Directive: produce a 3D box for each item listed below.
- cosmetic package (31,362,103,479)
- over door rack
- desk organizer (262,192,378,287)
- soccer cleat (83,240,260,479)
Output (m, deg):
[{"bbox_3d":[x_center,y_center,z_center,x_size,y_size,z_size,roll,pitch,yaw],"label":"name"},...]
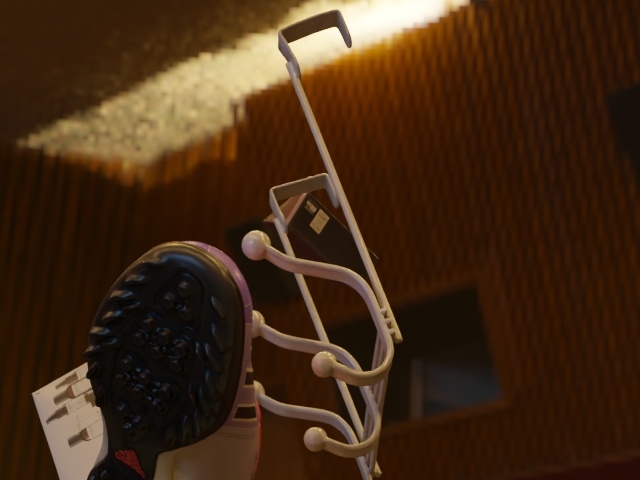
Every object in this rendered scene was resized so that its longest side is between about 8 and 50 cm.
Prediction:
[{"bbox_3d":[-0.249,0.245,2.080,0.099,0.239,0.060,-31,-45,3],"label":"cosmetic package"},{"bbox_3d":[-0.015,0.024,1.427,0.108,0.324,0.239,-4,-33,-7],"label":"over door rack"},{"bbox_3d":[0.000,0.000,2.055,0.130,0.047,0.050,43,-21,-33],"label":"desk organizer"},{"bbox_3d":[-0.085,0.107,1.209,0.108,0.116,0.318,33,-45,22],"label":"soccer cleat"}]
